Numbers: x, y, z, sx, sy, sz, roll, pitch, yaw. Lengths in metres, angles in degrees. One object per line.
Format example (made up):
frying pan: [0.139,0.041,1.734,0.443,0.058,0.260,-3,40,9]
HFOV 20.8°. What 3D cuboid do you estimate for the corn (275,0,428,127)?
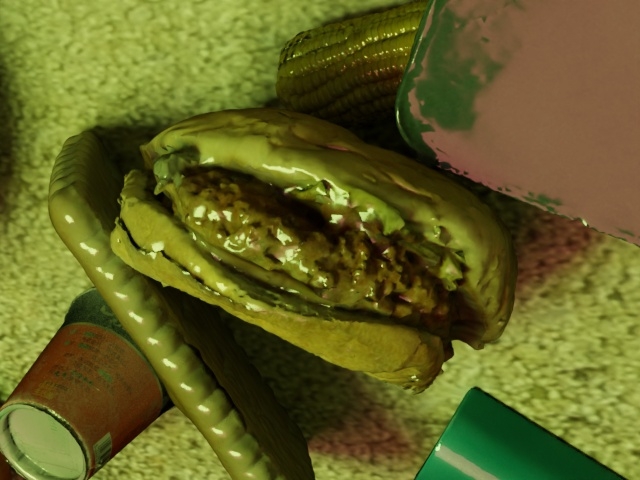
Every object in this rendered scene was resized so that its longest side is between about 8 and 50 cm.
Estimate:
corn: [0.061,-0.117,1.122,0.203,0.072,0.072,-11,116,33]

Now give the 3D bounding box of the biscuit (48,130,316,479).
biscuit: [-0.097,0.075,1.264,0.044,0.217,0.325,-33,107,2]

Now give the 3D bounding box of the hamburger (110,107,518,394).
hamburger: [0.001,0.000,1.113,0.259,0.283,0.144,27,92,-2]

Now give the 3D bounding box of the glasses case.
glasses case: [0.208,0.238,1.292,0.301,0.070,0.117,30,132,6]

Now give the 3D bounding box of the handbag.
handbag: [0.189,-0.132,0.987,0.247,0.079,0.260,24,115,5]

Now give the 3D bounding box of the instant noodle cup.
instant noodle cup: [-0.185,0.125,1.382,0.127,0.135,0.127,16,128,20]

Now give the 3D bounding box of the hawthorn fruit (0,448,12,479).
hawthorn fruit: [-0.329,0.198,1.526,0.149,0.149,0.189,-15,142,36]
